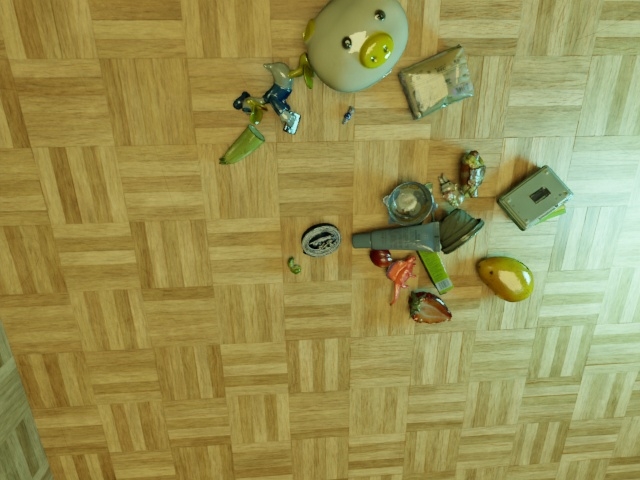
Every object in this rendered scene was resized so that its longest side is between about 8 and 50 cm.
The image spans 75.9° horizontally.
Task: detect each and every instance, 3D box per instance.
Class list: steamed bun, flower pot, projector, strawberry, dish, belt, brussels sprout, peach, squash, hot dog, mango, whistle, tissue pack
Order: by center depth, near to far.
[{"bbox_3d":[0.133,-0.728,1.497,0.374,0.334,0.334,-39,109,4],"label":"steamed bun"},{"bbox_3d":[0.470,-0.632,1.659,0.257,0.123,0.214,-23,109,3],"label":"tissue pack"},{"bbox_3d":[-0.343,-0.384,1.716,0.224,0.094,0.094,-35,110,17],"label":"squash"},{"bbox_3d":[0.114,-0.525,1.721,0.033,0.029,0.083,36,101,22],"label":"whistle"},{"bbox_3d":[0.669,-0.288,1.797,0.103,0.146,0.213,0,118,24],"label":"hot dog"},{"bbox_3d":[0.960,-0.188,1.838,0.257,0.099,0.192,-38,80,9],"label":"projector"},{"bbox_3d":[0.385,-0.164,1.847,0.237,0.086,0.227,31,106,-15],"label":"dish"},{"bbox_3d":[0.609,-0.055,1.855,0.236,0.235,0.140,-38,87,10],"label":"flower pot"},{"bbox_3d":[0.000,0.000,1.880,0.191,0.082,0.141,-19,106,1],"label":"belt"},{"bbox_3d":[1.023,-0.129,1.913,0.188,0.095,0.095,-24,111,8],"label":"squash"},{"bbox_3d":[0.282,0.080,1.929,0.101,0.100,0.100,-2,111,-4],"label":"peach"},{"bbox_3d":[-0.128,0.121,1.940,0.051,0.046,0.083,-31,100,11],"label":"brussels sprout"},{"bbox_3d":[0.900,0.175,1.987,0.291,0.160,0.190,30,112,-5],"label":"mango"},{"bbox_3d":[0.547,0.324,2.040,0.229,0.098,0.174,6,111,-10],"label":"strawberry"}]

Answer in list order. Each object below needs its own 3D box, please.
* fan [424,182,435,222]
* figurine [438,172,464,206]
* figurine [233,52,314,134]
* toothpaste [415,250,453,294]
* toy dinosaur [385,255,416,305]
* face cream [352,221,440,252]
[{"bbox_3d":[0.508,-0.173,1.892,0.038,0.016,0.193,-12,110,3],"label":"fan"},{"bbox_3d":[0.582,-0.223,1.834,0.081,0.098,0.146,-36,111,22],"label":"figurine"},{"bbox_3d":[-0.181,-0.559,1.639,0.339,0.204,0.283,-9,119,12],"label":"figurine"},{"bbox_3d":[0.522,0.098,1.944,0.077,0.110,0.327,-28,110,8],"label":"toothpaste"},{"bbox_3d":[0.362,0.186,1.974,0.139,0.070,0.285,22,108,-24],"label":"toy dinosaur"},{"bbox_3d":[0.335,-0.006,1.841,0.386,0.086,0.135,-3,79,19],"label":"face cream"}]
